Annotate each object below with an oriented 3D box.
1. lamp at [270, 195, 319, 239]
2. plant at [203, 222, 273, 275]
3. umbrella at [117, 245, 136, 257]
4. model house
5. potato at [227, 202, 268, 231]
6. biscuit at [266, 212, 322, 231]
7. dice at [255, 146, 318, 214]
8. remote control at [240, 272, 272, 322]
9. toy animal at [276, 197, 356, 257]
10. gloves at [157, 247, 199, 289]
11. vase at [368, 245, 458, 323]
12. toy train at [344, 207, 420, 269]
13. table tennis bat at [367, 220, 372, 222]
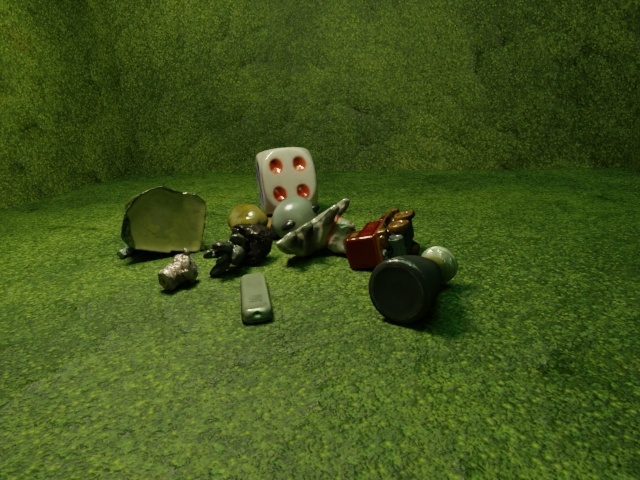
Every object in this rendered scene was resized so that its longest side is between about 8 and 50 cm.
[{"bbox_3d":[-0.118,-0.084,1.864,0.197,0.198,0.244,-13,-2,-29],"label":"lamp"},{"bbox_3d":[-0.298,0.024,1.616,0.149,0.147,0.274,11,22,31],"label":"plant"},{"bbox_3d":[-0.765,0.022,1.859,0.050,0.046,0.188,-44,1,24],"label":"umbrella"},{"bbox_3d":[-0.644,-0.099,1.837,0.321,0.261,0.266,5,9,-29],"label":"model house"},{"bbox_3d":[-0.320,-0.084,1.964,0.137,0.155,0.200,11,13,-40],"label":"potato"},{"bbox_3d":[-0.136,-0.087,2.111,0.354,0.052,0.275,-6,17,-14],"label":"biscuit"},{"bbox_3d":[-0.172,-0.286,2.232,0.276,0.305,0.304,-7,1,-14],"label":"dice"},{"bbox_3d":[-0.196,0.162,1.342,0.090,0.038,0.309,-7,17,-10],"label":"remote control"},{"bbox_3d":[0.000,0.000,1.666,0.266,0.188,0.308,-27,4,22],"label":"toy animal"},{"bbox_3d":[-0.462,0.104,1.478,0.094,0.110,0.144,15,53,27],"label":"gloves"},{"bbox_3d":[0.283,0.105,1.270,0.173,0.173,0.321,9,15,34],"label":"vase"},{"bbox_3d":[0.224,0.004,1.600,0.231,0.163,0.369,-6,16,19],"label":"toy train"},{"bbox_3d":[0.247,-0.079,2.098,0.050,0.007,0.083,-13,22,-29],"label":"table tennis bat"}]
